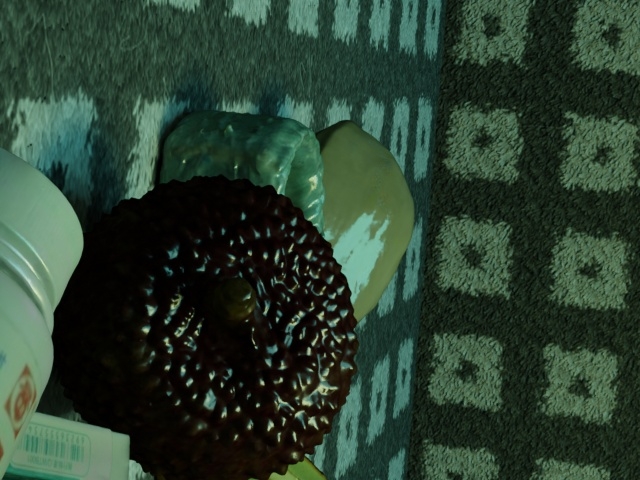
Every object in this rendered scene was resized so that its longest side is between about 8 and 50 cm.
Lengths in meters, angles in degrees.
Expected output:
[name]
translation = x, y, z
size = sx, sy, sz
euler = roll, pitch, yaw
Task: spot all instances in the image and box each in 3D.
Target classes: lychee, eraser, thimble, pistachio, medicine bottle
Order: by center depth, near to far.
[medicine bottle]
translation = -0.251, 0.083, 0.789
size = 0.170, 0.170, 0.293
euler = 81, 22, -45
[eraser]
translation = -0.231, 0.154, 0.994
size = 0.225, 0.095, 0.052
euler = 36, 51, -66
[lychee]
translation = -0.102, 0.082, 1.184
size = 0.304, 0.275, 0.276
euler = 133, -31, -71
[thimble]
translation = -0.083, -0.035, 1.455
size = 0.235, 0.143, 0.198
euler = 77, 23, -47
[pistachio]
translation = 0.000, 0.000, 1.668
size = 0.226, 0.207, 0.332
euler = 79, 29, -55

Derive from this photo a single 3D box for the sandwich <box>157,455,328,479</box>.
[sandwich]
translation = -0.082, 0.229, 1.497
size = 0.117, 0.187, 0.144
euler = -60, 158, -59
